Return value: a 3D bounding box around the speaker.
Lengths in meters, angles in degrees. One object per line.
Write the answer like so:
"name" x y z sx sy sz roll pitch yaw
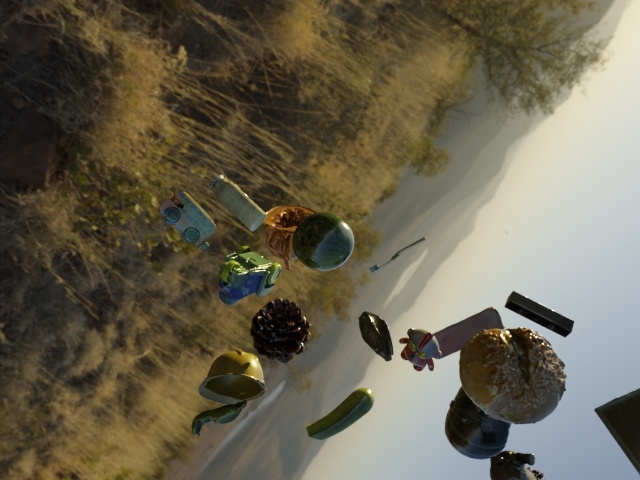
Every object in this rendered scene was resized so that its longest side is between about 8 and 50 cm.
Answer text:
"speaker" 0.640 0.214 1.595 0.046 0.191 0.040 -56 168 -35

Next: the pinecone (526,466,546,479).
"pinecone" 0.714 0.889 1.876 0.179 0.204 0.184 -28 161 -15

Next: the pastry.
"pastry" 0.571 0.383 1.581 0.184 0.316 0.284 119 -19 -60

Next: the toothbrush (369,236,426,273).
"toothbrush" 0.332 0.064 2.343 0.304 0.030 0.030 -34 180 32

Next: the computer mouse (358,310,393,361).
"computer mouse" 0.187 0.301 1.745 0.062 0.192 0.105 -11 131 -28

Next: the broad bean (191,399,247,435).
"broad bean" -0.327 0.565 1.750 0.214 0.070 0.048 -28 -179 12

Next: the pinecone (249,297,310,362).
"pinecone" -0.126 0.280 1.746 0.207 0.208 0.207 -51 167 -17

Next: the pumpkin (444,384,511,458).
"pumpkin" 0.637 0.716 2.200 0.323 0.242 0.323 17 90 -77

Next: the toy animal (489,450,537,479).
"toy animal" 0.592 0.745 1.531 0.106 0.343 0.168 -36 -163 -32

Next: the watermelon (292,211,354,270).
"watermelon" 0.000 0.000 1.725 0.188 0.215 0.187 -22 121 -42

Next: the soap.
"soap" 0.564 0.368 2.161 0.286 0.107 0.296 -27 166 4

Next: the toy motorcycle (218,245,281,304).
"toy motorcycle" -0.322 0.155 2.220 0.326 0.191 0.199 -17 132 -66

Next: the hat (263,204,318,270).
"hat" -0.108 0.016 2.065 0.234 0.244 0.233 -18 124 -40

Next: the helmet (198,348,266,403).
"helmet" -0.287 0.442 1.830 0.257 0.205 0.140 -34 -142 41

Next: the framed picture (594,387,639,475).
"framed picture" 0.754 0.396 1.175 0.250 0.184 0.016 -22 147 -8

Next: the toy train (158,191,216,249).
"toy train" -0.384 -0.057 1.595 0.099 0.188 0.072 -45 -175 -18

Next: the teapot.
"teapot" -0.268 -0.122 1.769 0.077 0.200 0.107 -46 172 -4

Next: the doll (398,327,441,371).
"doll" 0.312 0.338 1.695 0.076 0.142 0.245 -43 163 -23

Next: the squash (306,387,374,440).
"squash" 0.072 0.573 1.788 0.250 0.083 0.083 -36 168 2
